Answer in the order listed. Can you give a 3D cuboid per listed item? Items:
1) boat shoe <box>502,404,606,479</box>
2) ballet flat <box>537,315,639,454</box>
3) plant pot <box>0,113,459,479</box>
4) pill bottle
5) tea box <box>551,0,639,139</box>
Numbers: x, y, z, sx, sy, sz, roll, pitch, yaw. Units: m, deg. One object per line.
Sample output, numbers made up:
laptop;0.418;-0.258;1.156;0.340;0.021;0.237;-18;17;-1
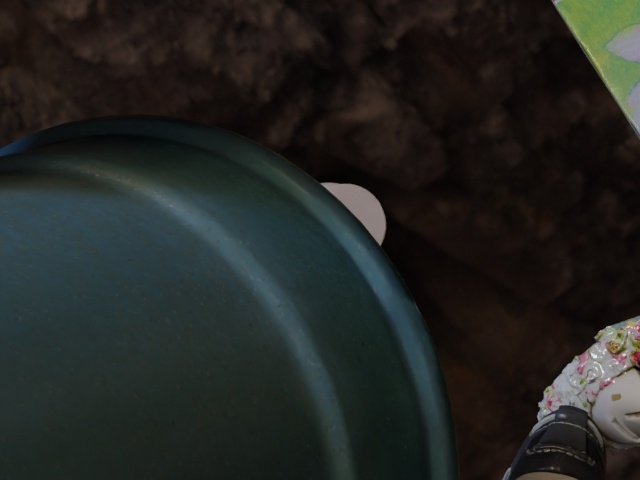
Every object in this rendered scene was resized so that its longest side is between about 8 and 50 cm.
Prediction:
boat shoe;0.161;0.205;1.091;0.084;0.079;0.233;8;-39;5
ballet flat;0.242;0.084;1.025;0.241;0.077;0.091;-38;-67;26
plant pot;-0.159;0.122;0.620;0.341;0.341;0.334;-49;-15;20
pill bottle;0.000;0.000;1.601;0.108;0.108;0.193;-19;-4;-20
tea box;0.391;-0.180;1.124;0.329;0.323;0.220;-30;9;34
